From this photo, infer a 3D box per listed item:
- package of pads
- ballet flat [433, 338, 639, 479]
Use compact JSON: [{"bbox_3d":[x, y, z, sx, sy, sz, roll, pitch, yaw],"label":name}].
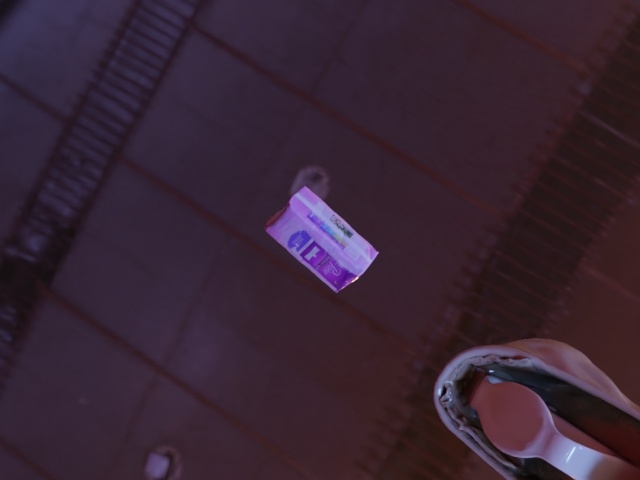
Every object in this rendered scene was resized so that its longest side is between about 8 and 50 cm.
[{"bbox_3d":[0.000,0.000,1.235,0.032,0.083,0.050,-51,-175,-35],"label":"package of pads"},{"bbox_3d":[0.140,0.116,0.692,0.248,0.086,0.086,36,-82,45],"label":"ballet flat"}]
